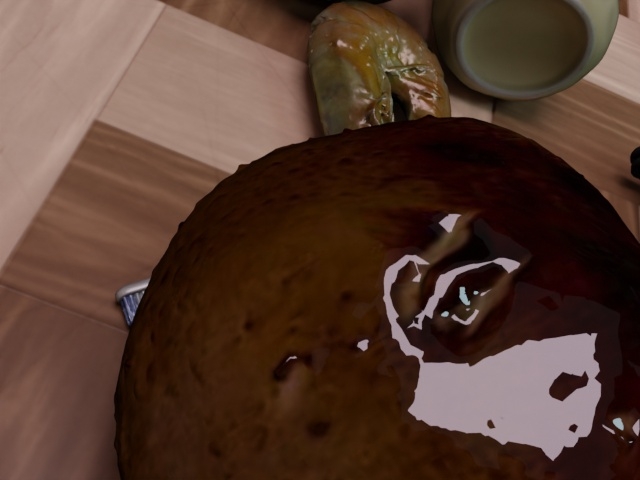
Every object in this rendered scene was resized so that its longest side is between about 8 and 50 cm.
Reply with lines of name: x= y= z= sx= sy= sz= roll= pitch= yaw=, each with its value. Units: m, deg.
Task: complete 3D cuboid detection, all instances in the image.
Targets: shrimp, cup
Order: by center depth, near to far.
shrimp: x=0.055 y=-0.112 z=0.709 sx=0.145 sy=0.061 sz=0.267 roll=17 pitch=49 yaw=-21
cup: x=0.206 y=-0.281 z=0.767 sx=0.173 sy=0.255 sz=0.202 roll=11 pitch=50 yaw=1

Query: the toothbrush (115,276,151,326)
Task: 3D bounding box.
toothbrush: x=-0.001 y=-0.002 z=0.591 sx=0.304 sy=0.030 sz=0.030 roll=-20 pitch=64 yaw=-20

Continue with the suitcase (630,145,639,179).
suitcase: x=0.417 y=-0.009 z=0.727 sx=0.235 sy=0.143 sz=0.193 roll=20 pitch=50 yaw=-9

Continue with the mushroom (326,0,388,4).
mushroom: x=0.018 y=-0.290 z=0.785 sx=0.188 sy=0.117 sz=0.141 roll=18 pitch=62 yaw=-8

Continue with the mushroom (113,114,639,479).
mushroom: x=0.063 y=0.084 z=0.482 sx=0.334 sy=0.356 sz=0.331 roll=-32 pitch=77 yaw=6
